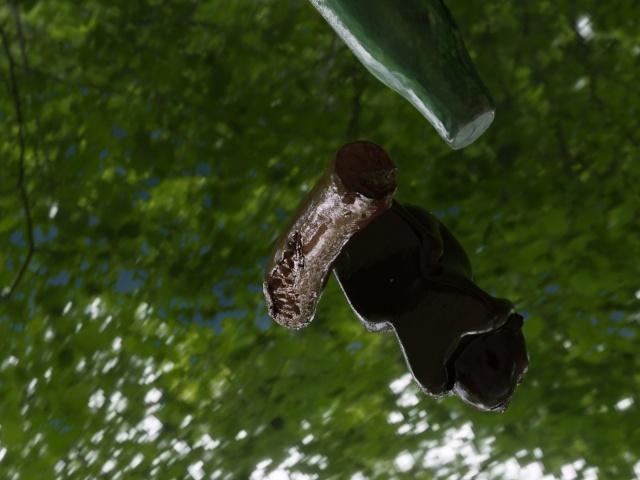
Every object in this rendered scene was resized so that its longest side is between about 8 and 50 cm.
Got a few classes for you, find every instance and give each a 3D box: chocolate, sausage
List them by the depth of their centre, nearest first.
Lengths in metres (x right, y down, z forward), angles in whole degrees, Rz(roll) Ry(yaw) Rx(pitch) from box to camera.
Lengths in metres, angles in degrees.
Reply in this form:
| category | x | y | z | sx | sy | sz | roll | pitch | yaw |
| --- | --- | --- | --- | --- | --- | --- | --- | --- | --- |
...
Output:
| category | x | y | z | sx | sy | sz | roll | pitch | yaw |
| --- | --- | --- | --- | --- | --- | --- | --- | --- | --- |
| chocolate | 0.056 | -0.209 | 1.252 | 0.110 | 0.110 | 0.291 | -25 | -110 | -28 |
| sausage | 0.000 | 0.001 | 1.285 | 0.078 | 0.304 | 0.078 | 10 | -122 | -16 |

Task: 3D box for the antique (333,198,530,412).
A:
| category | x | y | z | sx | sy | sz | roll | pitch | yaw |
| --- | --- | --- | --- | --- | --- | --- | --- | --- | --- |
| antique | 0.119 | 0.063 | 1.409 | 0.143 | 0.121 | 0.257 | 17 | -152 | -53 |
